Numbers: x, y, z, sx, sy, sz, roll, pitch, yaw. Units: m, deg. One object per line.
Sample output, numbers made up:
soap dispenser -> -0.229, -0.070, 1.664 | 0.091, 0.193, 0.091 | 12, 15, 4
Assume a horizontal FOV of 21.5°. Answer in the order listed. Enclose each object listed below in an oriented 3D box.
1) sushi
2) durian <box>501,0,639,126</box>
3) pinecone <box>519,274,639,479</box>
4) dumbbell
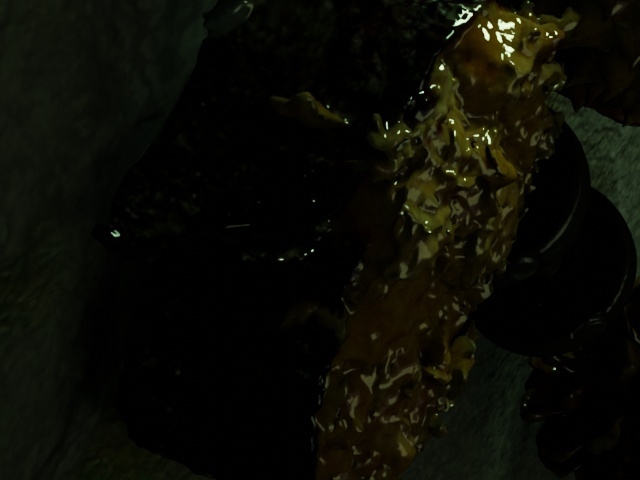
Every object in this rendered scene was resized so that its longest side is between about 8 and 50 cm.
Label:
sushi -> 0.000, 0.000, 1.009 | 0.234, 0.207, 0.348 | -4, 114, -60
durian -> 0.237, -0.242, 1.116 | 0.384, 0.347, 0.347 | 25, 87, -31
pinecone -> 0.298, 0.139, 1.458 | 0.309, 0.244, 0.244 | 11, 99, -55
dumbbell -> 0.145, -0.007, 1.243 | 0.143, 0.143, 0.325 | -61, 149, -10
